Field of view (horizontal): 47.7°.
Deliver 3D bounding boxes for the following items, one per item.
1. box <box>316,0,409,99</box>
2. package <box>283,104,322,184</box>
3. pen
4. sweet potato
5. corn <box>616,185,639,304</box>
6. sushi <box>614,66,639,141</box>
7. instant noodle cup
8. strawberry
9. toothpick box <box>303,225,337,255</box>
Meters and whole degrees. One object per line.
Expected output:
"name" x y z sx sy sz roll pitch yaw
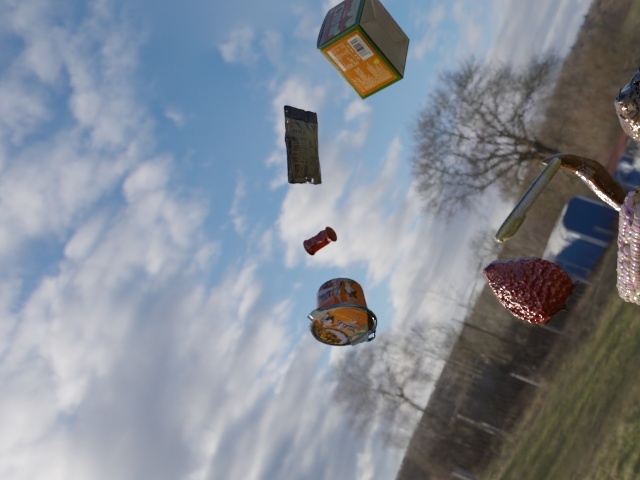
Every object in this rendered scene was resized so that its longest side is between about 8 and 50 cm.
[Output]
"box" 0.111 -0.505 1.869 0.195 0.148 0.177 41 -138 -31
"package" -0.037 -0.212 1.634 0.171 0.027 0.173 -6 -89 -63
"pen" 0.476 -0.090 1.653 0.032 0.040 0.233 33 -84 -41
"sweet potato" 0.666 -0.153 1.774 0.078 0.255 0.058 -56 3 1
"corn" 0.698 0.021 1.564 0.127 0.126 0.335 -59 -30 -34
"sushi" 0.660 -0.282 1.413 0.287 0.149 0.140 -32 -75 -52
"instant noodle cup" 0.056 0.178 1.910 0.208 0.177 0.125 43 -150 -40
"strawberry" 0.371 0.077 1.294 0.131 0.148 0.131 -42 -5 -4
"toothpick box" 0.000 0.000 1.832 0.083 0.047 0.047 -33 4 29
